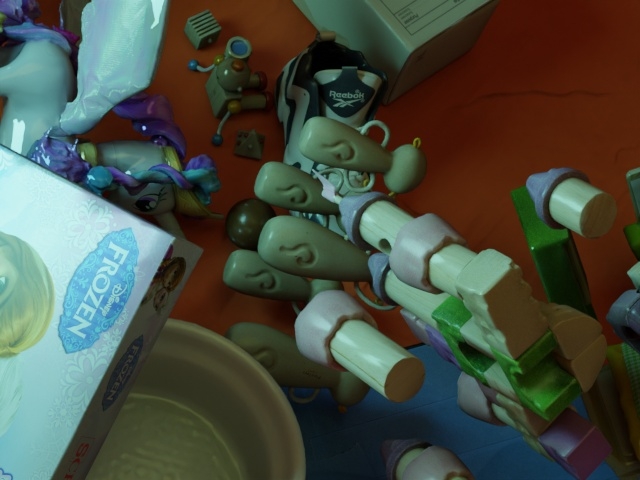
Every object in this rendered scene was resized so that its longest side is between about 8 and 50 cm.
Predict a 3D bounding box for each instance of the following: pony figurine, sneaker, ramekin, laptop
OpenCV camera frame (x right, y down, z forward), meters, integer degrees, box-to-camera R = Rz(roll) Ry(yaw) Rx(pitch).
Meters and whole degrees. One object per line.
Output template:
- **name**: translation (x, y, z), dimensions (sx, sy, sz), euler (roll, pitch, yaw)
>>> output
- **pony figurine**: translation (-0.271, -0.147, 1.833), dimensions (0.363, 0.303, 0.351), euler (-4, 98, -20)
- **sneaker**: translation (0.018, -0.108, 1.925), dimensions (0.094, 0.153, 0.235), euler (0, 65, -14)
- **ramekin**: translation (-0.162, 0.221, 1.728), dimensions (0.277, 0.135, 0.277), euler (6, 63, -11)
- **laptop**: translation (0.184, 0.247, 1.757), dimensions (0.382, 0.408, 0.236), euler (-14, 103, -20)

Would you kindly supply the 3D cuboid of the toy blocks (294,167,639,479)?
- **toy blocks**: translation (0.136, 0.065, 1.693), dimensions (0.309, 0.288, 0.260), euler (-41, 37, -12)

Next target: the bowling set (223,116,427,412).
- **bowling set**: translation (0.000, 0.000, 1.856), dimensions (0.154, 0.200, 0.287), euler (18, 104, -18)

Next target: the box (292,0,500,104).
- **box**: translation (0.036, -0.317, 2.049), dimensions (0.148, 0.121, 0.311), euler (-33, 76, -26)

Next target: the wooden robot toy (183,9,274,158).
- **wooden robot toy**: translation (-0.087, -0.175, 1.972), dimensions (0.076, 0.079, 0.173), euler (-11, 68, -19)

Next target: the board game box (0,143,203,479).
- **board game box**: translation (-0.309, 0.076, 1.629), dimensions (0.318, 0.066, 0.318), euler (26, 90, 22)

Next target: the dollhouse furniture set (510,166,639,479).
- **dollhouse furniture set**: translation (0.325, 0.063, 1.820), dimensions (0.198, 0.151, 0.301), euler (-19, 40, 5)
